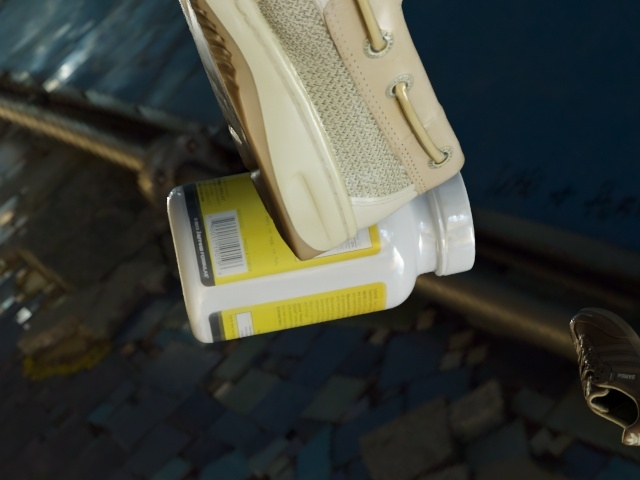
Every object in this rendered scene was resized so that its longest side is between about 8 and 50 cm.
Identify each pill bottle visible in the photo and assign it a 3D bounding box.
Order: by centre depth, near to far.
[{"bbox_3d":[0.000,0.000,0.860,0.103,0.184,0.103,170,-90,-85],"label":"pill bottle"}]

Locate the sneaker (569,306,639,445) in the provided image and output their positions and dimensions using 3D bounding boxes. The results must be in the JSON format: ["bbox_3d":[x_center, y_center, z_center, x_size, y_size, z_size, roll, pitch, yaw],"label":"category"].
[{"bbox_3d":[0.283,0.129,1.317,0.188,0.071,0.066,-128,-150,-52],"label":"sneaker"}]

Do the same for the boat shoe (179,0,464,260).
[{"bbox_3d":[-0.011,-0.119,0.495,0.109,0.098,0.302,-118,-175,-45],"label":"boat shoe"}]
